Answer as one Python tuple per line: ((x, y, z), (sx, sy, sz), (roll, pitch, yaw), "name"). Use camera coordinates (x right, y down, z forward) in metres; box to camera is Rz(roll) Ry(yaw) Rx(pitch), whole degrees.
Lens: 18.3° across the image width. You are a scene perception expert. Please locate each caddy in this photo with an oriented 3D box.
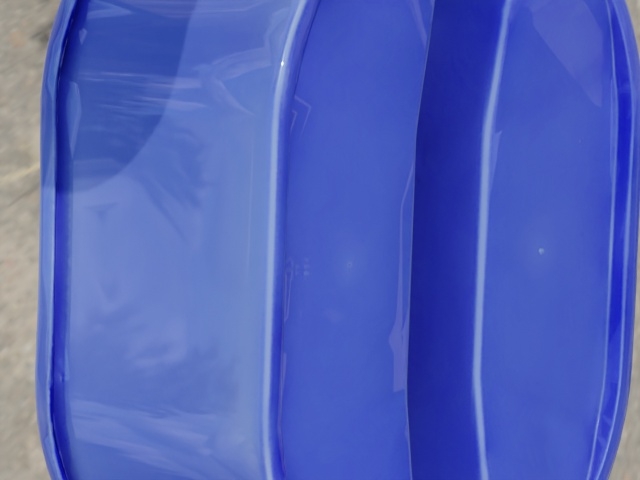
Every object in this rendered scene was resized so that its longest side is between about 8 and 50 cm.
((0.000, 0.000, 0.847), (0.179, 0.241, 0.341), (8, 97, 45), "caddy")
